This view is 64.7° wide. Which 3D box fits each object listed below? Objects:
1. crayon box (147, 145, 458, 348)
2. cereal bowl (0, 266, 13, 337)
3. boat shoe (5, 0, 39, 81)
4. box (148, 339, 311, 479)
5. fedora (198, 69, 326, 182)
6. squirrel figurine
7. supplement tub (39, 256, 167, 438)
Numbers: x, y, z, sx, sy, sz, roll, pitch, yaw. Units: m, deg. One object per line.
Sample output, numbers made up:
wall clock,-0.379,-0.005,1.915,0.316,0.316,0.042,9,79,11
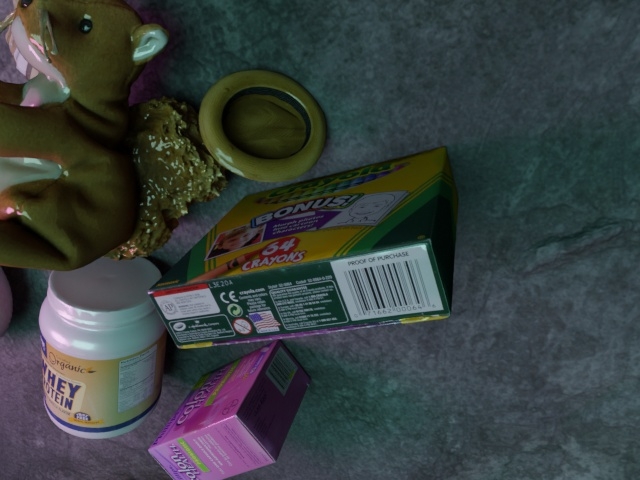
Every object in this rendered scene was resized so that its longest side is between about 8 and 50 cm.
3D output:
crayon box,0.000,0.000,0.711,0.362,0.313,0.106,-11,114,22
cereal bowl,-0.825,0.096,1.121,0.338,0.141,0.339,7,117,14
boat shoe,-0.414,-0.367,0.774,0.103,0.113,0.302,47,126,-4
box,-0.170,0.339,0.988,0.242,0.214,0.117,-30,103,28
fedora,-0.090,-0.166,0.775,0.194,0.194,0.079,43,159,-5
squirrel figurine,-0.330,-0.162,0.767,0.281,0.396,0.371,28,97,41
supplement tub,-0.421,0.201,0.993,0.228,0.228,0.317,19,119,8
